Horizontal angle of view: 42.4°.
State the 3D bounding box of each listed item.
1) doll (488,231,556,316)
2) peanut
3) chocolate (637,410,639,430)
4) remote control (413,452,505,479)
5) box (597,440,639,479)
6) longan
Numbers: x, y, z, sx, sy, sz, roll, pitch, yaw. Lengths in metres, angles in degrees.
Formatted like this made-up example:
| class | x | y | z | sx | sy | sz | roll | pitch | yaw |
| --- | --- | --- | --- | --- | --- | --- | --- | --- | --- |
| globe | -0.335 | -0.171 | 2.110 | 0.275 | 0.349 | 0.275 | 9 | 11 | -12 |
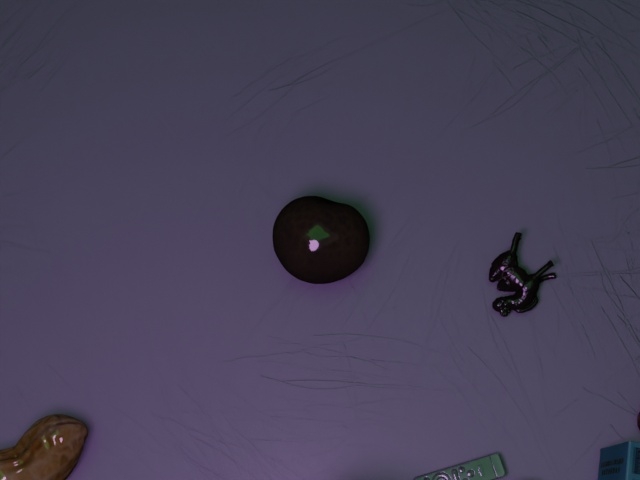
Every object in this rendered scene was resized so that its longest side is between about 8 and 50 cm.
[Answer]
| class | x | y | z | sx | sy | sz | roll | pitch | yaw |
| --- | --- | --- | --- | --- | --- | --- | --- | --- | --- |
| doll | 0.427 | 0.085 | 1.803 | 0.165 | 0.057 | 0.139 | -45 | 75 | -6 |
| peanut | -0.611 | 0.474 | 1.699 | 0.305 | 0.147 | 0.147 | -34 | 71 | -10 |
| chocolate | 0.742 | 0.318 | 1.668 | 0.148 | 0.093 | 0.214 | 21 | 73 | 14 |
| remote control | 0.282 | 0.483 | 1.684 | 0.184 | 0.027 | 0.050 | -17 | 68 | 3 |
| box | 0.567 | 0.507 | 1.576 | 0.041 | 0.162 | 0.229 | 12 | 70 | 3 |
| longan | 0.000 | 0.000 | 1.803 | 0.212 | 0.198 | 0.198 | 7 | 70 | -2 |
